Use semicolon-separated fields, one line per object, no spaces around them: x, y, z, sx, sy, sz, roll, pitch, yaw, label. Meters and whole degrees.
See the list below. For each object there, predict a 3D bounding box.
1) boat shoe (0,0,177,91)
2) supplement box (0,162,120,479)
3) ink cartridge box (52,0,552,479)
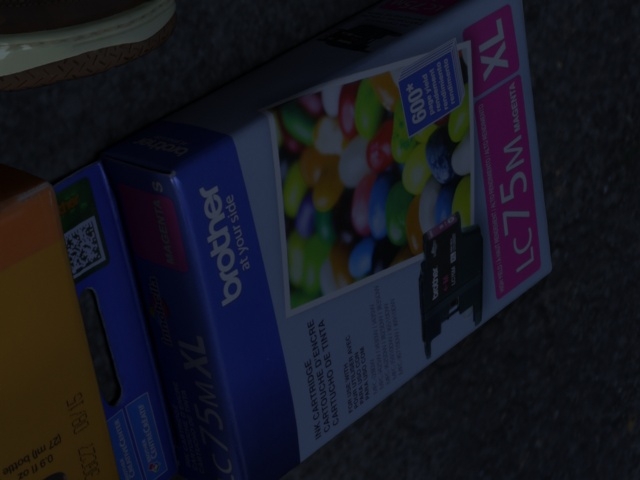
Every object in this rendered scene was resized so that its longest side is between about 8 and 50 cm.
-0.161;-0.099;0.613;0.257;0.095;0.095;-18;109;-43;boat shoe
-0.139;0.085;0.705;0.078;0.080;0.233;-30;121;-37;supplement box
0.000;0.000;0.845;0.311;0.065;0.186;-31;123;-36;ink cartridge box
